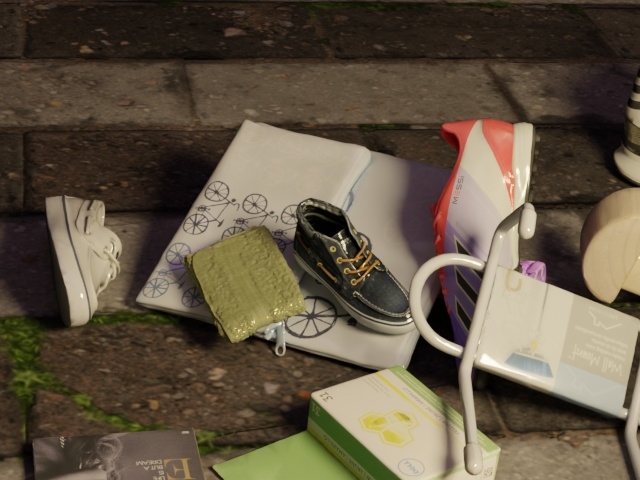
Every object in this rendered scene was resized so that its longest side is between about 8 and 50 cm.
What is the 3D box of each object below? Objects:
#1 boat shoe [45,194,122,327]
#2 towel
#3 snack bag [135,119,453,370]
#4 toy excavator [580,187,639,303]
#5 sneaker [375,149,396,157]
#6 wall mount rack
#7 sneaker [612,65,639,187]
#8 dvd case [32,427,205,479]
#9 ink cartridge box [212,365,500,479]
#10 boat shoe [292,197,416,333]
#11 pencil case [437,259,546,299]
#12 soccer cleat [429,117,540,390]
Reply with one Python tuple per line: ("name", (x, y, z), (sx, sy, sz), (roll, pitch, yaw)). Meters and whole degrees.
("boat shoe", (-0.275, 0.013, 1.767), (0.084, 0.095, 0.258), (-7, 32, -11))
("towel", (-0.085, 0.047, 1.704), (0.110, 0.027, 0.148), (-24, 48, -10))
("snack bag", (0.000, 0.000, 1.776), (0.342, 0.037, 0.323), (15, 53, 20))
("toy excavator", (0.593, 0.028, 1.776), (0.433, 0.445, 0.222), (44, 24, -16))
("sneaker", (0.038, -0.041, 1.952), (0.097, 0.084, 0.235), (-10, 22, 24))
("wall mount rack", (0.256, 0.137, 1.545), (0.350, 0.130, 0.304), (20, 67, -11))
("sneaker", (0.650, -0.187, 2.091), (0.447, 0.258, 0.169), (4, 29, -2))
("dvd case", (-0.187, 0.254, 1.435), (0.164, 0.018, 0.221), (-2, 31, -13))
("ink cartridge box", (0.036, 0.217, 1.501), (0.235, 0.056, 0.171), (-14, 35, -33))
("boat shoe", (0.037, 0.029, 1.672), (0.183, 0.083, 0.065), (36, 61, 25))
("pencil case", (0.169, 0.031, 1.810), (0.206, 0.088, 0.086), (21, 35, 24))
("soccer cleat", (0.172, 0.012, 1.698), (0.116, 0.109, 0.318), (8, 73, 7))
